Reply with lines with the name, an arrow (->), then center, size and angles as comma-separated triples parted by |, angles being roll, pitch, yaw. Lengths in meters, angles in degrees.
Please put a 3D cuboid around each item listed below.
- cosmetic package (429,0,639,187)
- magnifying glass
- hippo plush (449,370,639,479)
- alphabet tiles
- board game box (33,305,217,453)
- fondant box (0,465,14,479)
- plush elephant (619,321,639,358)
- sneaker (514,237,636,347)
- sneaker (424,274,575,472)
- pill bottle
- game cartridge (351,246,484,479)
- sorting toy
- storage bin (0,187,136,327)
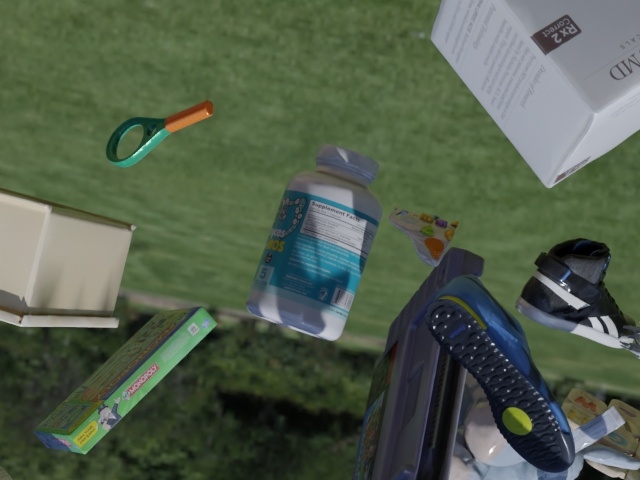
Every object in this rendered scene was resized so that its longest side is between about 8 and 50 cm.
cosmetic package -> 0.215, -0.177, 1.152 | 0.183, 0.151, 0.151 | 53, 163, 14
magnifying glass -> -0.279, -0.190, 2.310 | 0.231, 0.092, 0.026 | -20, 142, 32
hippo plush -> 0.197, 0.230, 1.698 | 0.236, 0.294, 0.234 | 53, 176, 47
alphabet tiles -> 0.456, 0.290, 1.819 | 0.284, 0.021, 0.278 | 29, -162, 14
board game box -> -0.339, 0.238, 2.319 | 0.046, 0.317, 0.213 | 51, 155, -13
fondant box -> -0.367, 0.465, 1.561 | 0.330, 0.238, 0.096 | 46, -172, 13
plush elephant -> 0.521, 0.107, 1.524 | 0.272, 0.255, 0.330 | 8, -152, -42
sneaker -> 0.359, 0.064, 1.736 | 0.217, 0.121, 0.079 | 14, -162, -40
sneaker -> 0.187, 0.123, 1.291 | 0.069, 0.209, 0.082 | -36, 179, 41
pill bottle -> 0.000, 0.000, 1.922 | 0.146, 0.264, 0.146 | 19, 173, 2
game cartridge -> 0.101, 0.208, 1.558 | 0.068, 0.355, 0.230 | 22, 146, -11
sorting toy -> 0.113, -0.014, 1.519 | 0.075, 0.045, 0.083 | 28, -162, 4
storage bin -> -0.366, 0.002, 1.433 | 0.260, 0.123, 0.262 | 14, 180, 13
